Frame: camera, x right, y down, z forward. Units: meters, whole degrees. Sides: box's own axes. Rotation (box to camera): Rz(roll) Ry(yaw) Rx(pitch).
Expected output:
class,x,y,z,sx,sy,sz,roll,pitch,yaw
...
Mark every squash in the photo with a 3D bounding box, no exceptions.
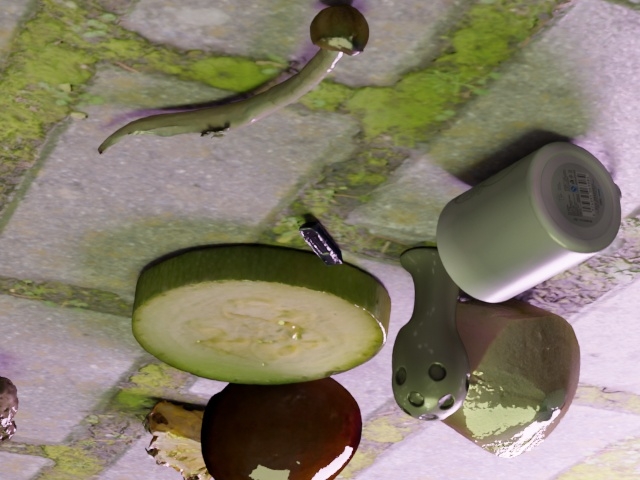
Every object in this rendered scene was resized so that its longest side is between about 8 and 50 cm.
class,x,y,z,sx,sy,sz,roll,pitch,yaw
squash,-0.059,0.074,1.906,0.252,0.049,0.252,3,155,1

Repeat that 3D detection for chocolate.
class,x,y,z,sx,sy,sz,roll,pitch,yaw
chocolate,-0.035,0.206,2.064,0.177,0.177,0.177,2,156,1

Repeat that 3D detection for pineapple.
class,x,y,z,sx,sy,sz,roll,pitch,yaw
pineapple,-0.145,0.228,2.234,0.116,0.069,0.137,-9,152,26

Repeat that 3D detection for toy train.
class,x,y,z,sx,sy,sz,roll,pitch,yaw
toy train,0.000,0.000,1.772,0.017,0.017,0.083,-8,154,17

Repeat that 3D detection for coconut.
class,x,y,z,sx,sy,sz,roll,pitch,yaw
coconut,0.173,0.129,1.864,0.147,0.147,0.152,22,-178,-36

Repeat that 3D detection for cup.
class,x,y,z,sx,sy,sz,roll,pitch,yaw
cup,0.180,-0.025,1.629,0.099,0.136,0.133,46,142,-8

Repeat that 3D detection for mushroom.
class,x,y,z,sx,sy,sz,roll,pitch,yaw
mushroom,-0.061,-0.112,1.513,0.068,0.043,0.306,37,144,-24

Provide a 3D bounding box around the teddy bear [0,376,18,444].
class,x,y,z,sx,sy,sz,roll,pitch,yaw
teddy bear,-0.420,0.222,2.117,0.177,0.190,0.140,-5,-168,-30

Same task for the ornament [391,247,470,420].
class,x,y,z,sx,sy,sz,roll,pitch,yaw
ornament,0.100,0.090,1.791,0.075,0.156,0.081,23,149,-35
